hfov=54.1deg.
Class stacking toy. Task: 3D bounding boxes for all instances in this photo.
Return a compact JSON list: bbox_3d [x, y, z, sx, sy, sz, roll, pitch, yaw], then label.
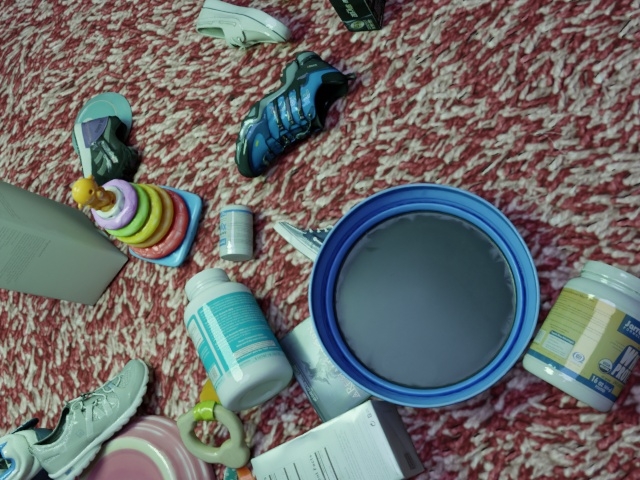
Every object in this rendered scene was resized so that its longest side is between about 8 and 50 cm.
[{"bbox_3d":[-0.401,-0.062,1.290,0.166,0.302,0.175,14,83,25],"label":"stacking toy"}]

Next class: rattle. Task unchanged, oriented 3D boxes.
[{"bbox_3d":[-0.183,0.385,1.238,0.130,0.143,0.199,-40,101,2],"label":"rattle"}]

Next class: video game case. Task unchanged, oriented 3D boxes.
[{"bbox_3d":[0.067,0.192,1.182,0.274,0.026,0.196,-39,65,8],"label":"video game case"}]

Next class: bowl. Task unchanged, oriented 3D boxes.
[{"bbox_3d":[0.177,0.093,1.102,0.391,0.077,0.391,-4,74,13],"label":"bowl"}]

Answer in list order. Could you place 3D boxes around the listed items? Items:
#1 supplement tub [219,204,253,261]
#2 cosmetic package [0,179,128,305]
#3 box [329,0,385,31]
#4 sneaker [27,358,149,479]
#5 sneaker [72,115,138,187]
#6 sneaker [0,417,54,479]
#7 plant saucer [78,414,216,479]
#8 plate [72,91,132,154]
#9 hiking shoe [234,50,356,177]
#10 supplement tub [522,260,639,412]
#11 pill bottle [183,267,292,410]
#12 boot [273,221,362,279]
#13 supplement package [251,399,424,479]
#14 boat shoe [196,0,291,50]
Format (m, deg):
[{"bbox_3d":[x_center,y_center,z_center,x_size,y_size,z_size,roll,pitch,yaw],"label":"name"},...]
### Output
[{"bbox_3d":[-0.176,-0.015,1.312,0.071,0.071,0.107,-8,72,21],"label":"supplement tub"},{"bbox_3d":[-0.627,-0.003,1.327,0.217,0.385,0.156,39,92,29],"label":"cosmetic package"},{"bbox_3d":[0.082,-0.552,1.300,0.078,0.147,0.180,5,79,24],"label":"box"},{"bbox_3d":[-0.459,0.346,1.265,0.105,0.115,0.281,-11,37,52],"label":"sneaker"},{"bbox_3d":[-0.483,-0.165,1.466,0.124,0.107,0.283,-18,79,-2],"label":"sneaker"},{"bbox_3d":[-0.671,0.505,1.293,0.323,0.236,0.130,-41,65,8],"label":"sneaker"},{"bbox_3d":[-0.366,0.519,1.247,0.332,0.084,0.332,-6,74,21],"label":"plant saucer"},{"bbox_3d":[-0.555,-0.289,1.570,0.188,0.024,0.188,-5,75,21],"label":"plate"},{"bbox_3d":[-0.063,-0.251,1.302,0.132,0.113,0.304,34,91,27],"label":"hiking shoe"},{"bbox_3d":[0.424,0.147,0.975,0.144,0.144,0.199,29,89,26],"label":"supplement tub"},{"bbox_3d":[-0.171,0.182,1.213,0.146,0.146,0.264,-37,62,10],"label":"pill bottle"},{"bbox_3d":[0.000,0.000,1.243,0.190,0.069,0.086,37,85,18],"label":"boot"},{"bbox_3d":[0.030,0.389,1.083,0.244,0.139,0.133,-31,66,14],"label":"supplement package"},{"bbox_3d":[-0.182,-0.478,1.424,0.268,0.096,0.088,26,92,27],"label":"boat shoe"}]
